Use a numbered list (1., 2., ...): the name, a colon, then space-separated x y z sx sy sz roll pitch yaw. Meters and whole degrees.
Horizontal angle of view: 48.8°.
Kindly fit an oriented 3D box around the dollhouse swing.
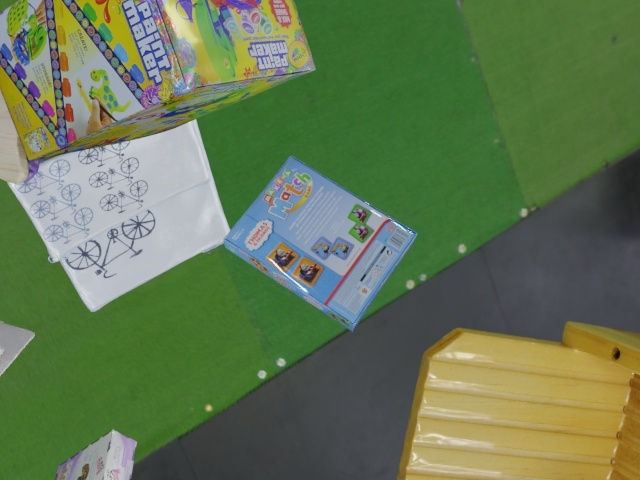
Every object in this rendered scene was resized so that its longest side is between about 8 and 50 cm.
1. dollhouse swing: 0.307 0.291 0.834 0.305 0.315 0.346 8 97 -28

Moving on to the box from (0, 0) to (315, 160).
1. box: -0.210 -0.245 0.914 0.290 0.279 0.177 -31 104 -58

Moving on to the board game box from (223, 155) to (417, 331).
1. board game box: 0.000 0.000 0.967 0.212 0.039 0.160 33 70 10

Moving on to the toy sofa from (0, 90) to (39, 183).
1. toy sofa: -0.523 -0.197 1.067 0.150 0.363 0.177 -25 121 -66

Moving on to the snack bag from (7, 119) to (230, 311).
1. snack bag: -0.327 -0.048 1.237 0.323 0.037 0.342 -29 136 -20

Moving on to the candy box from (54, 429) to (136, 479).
1. candy box: -0.487 0.521 1.494 0.196 0.164 0.070 -35 124 24

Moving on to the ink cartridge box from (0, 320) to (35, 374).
1. ink cartridge box: -0.745 0.232 1.344 0.354 0.207 0.119 14 126 9
